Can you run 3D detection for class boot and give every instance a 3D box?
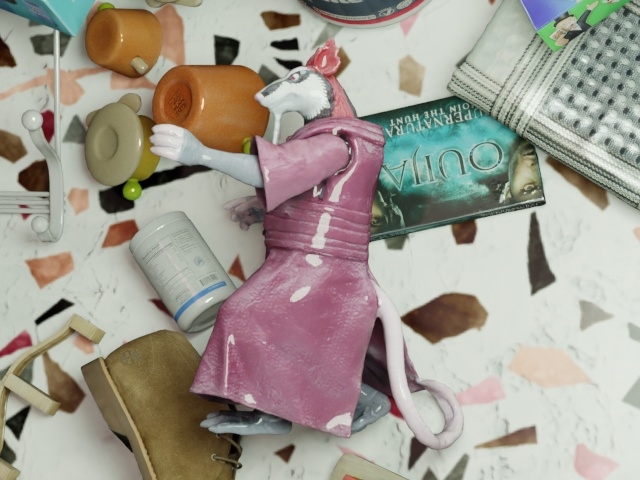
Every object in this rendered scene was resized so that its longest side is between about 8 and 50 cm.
[{"bbox_3d":[-0.114,0.221,1.615,0.115,0.112,0.305,-29,72,-5],"label":"boot"}]

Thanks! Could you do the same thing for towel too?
[{"bbox_3d":[0.335,-0.198,1.601,0.312,0.056,0.324,34,85,13],"label":"towel"}]

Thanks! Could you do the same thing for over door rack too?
[{"bbox_3d":[-0.381,-0.163,1.731,0.240,0.108,0.324,2,86,12],"label":"over door rack"}]

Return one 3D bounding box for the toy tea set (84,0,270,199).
[{"bbox_3d":[-0.145,-0.214,1.721,0.200,0.124,0.336,-12,78,41],"label":"toy tea set"}]

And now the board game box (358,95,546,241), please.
[{"bbox_3d":[0.120,-0.077,1.657,0.186,0.026,0.126,-13,76,10],"label":"board game box"}]

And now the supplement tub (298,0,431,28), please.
[{"bbox_3d":[0.024,-0.328,1.601,0.191,0.272,0.191,-3,78,13],"label":"supplement tub"}]

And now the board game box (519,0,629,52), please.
[{"bbox_3d":[0.246,-0.356,1.597,0.213,0.046,0.317,-33,52,17],"label":"board game box"}]

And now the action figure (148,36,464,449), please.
[{"bbox_3d":[0.000,0.000,1.532,0.276,0.248,0.370,10,95,18],"label":"action figure"}]

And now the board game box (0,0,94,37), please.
[{"bbox_3d":[-0.282,-0.399,1.693,0.254,0.079,0.336,22,76,23],"label":"board game box"}]

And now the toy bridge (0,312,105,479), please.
[{"bbox_3d":[-0.294,0.156,1.704,0.063,0.026,0.188,31,87,19],"label":"toy bridge"}]

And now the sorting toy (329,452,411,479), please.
[{"bbox_3d":[0.063,0.352,1.519,0.257,0.089,0.255,22,85,30],"label":"sorting toy"}]

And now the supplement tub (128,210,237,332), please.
[{"bbox_3d":[-0.135,0.032,1.670,0.071,0.071,0.107,-36,72,4],"label":"supplement tub"}]
